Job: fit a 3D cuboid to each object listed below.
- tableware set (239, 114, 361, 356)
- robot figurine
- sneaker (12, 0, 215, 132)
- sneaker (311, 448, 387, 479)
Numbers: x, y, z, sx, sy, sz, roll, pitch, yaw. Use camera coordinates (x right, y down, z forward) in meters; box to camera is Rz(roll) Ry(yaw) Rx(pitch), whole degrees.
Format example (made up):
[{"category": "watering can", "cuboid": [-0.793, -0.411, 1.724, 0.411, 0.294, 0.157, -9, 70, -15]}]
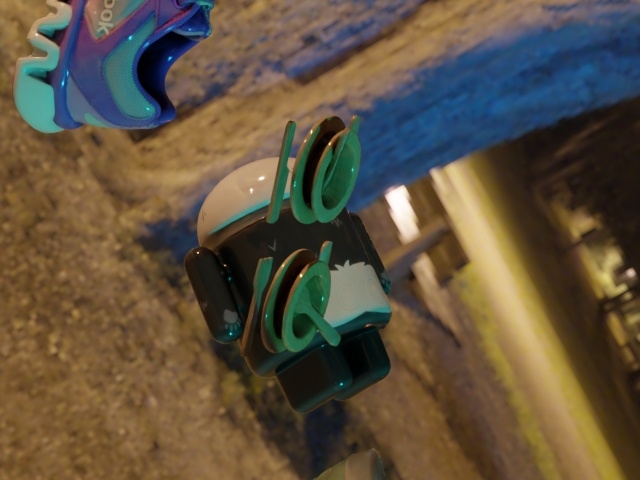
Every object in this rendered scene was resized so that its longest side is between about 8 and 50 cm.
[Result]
[{"category": "tableware set", "cuboid": [0.000, 0.000, 1.156, 0.039, 0.194, 0.128, 18, 14, 23]}, {"category": "robot figurine", "cuboid": [-0.029, 0.045, 1.633, 0.278, 0.174, 0.209, 66, 10, 12]}, {"category": "sneaker", "cuboid": [-0.109, -0.172, 0.942, 0.105, 0.236, 0.095, 17, 3, 17]}, {"category": "sneaker", "cuboid": [-0.016, 0.216, 1.006, 0.256, 0.151, 0.094, 99, -29, -73]}]
